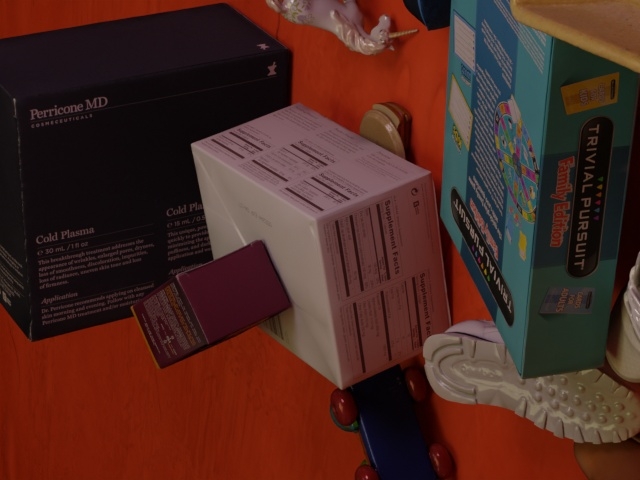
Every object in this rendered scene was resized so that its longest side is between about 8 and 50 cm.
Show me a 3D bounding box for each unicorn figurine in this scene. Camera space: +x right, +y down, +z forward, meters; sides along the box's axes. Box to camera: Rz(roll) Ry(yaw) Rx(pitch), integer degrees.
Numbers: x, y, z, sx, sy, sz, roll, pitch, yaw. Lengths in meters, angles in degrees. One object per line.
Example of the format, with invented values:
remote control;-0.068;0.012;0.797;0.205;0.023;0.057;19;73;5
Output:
unicorn figurine;0.015;-0.240;1.771;0.060;0.162;0.111;101;172;-48

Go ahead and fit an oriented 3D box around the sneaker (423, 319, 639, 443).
sneaker;0.210;0.118;1.580;0.235;0.095;0.090;18;115;37

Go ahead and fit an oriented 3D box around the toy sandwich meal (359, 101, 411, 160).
toy sandwich meal;0.072;-0.107;1.798;0.085;0.029;0.085;42;145;39

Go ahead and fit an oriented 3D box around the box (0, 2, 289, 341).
box;-0.225;-0.089;2.032;0.179;0.343;0.312;42;138;49

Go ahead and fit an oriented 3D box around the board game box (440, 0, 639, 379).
board game box;0.178;-0.095;1.441;0.254;0.079;0.336;-111;17;-53

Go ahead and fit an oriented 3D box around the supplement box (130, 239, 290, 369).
supplement box;-0.120;0.071;1.825;0.081;0.104;0.188;65;156;3

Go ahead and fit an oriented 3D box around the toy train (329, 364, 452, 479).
toy train;0.079;0.264;1.890;0.143;0.105;0.248;138;115;-72

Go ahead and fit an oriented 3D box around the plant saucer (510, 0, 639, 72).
plant saucer;0.308;-0.243;1.096;0.333;0.081;0.333;36;102;53

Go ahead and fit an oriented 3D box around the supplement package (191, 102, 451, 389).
supplement package;0.000;0.000;1.821;0.262;0.145;0.204;33;139;52

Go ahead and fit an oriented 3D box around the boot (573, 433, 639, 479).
boot;0.241;0.239;1.489;0.197;0.152;0.073;44;139;46

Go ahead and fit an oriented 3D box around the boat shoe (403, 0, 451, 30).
boat shoe;0.093;-0.319;1.567;0.089;0.109;0.258;51;142;46

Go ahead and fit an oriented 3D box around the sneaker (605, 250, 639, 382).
sneaker;0.285;0.036;1.352;0.110;0.118;0.292;64;152;20
